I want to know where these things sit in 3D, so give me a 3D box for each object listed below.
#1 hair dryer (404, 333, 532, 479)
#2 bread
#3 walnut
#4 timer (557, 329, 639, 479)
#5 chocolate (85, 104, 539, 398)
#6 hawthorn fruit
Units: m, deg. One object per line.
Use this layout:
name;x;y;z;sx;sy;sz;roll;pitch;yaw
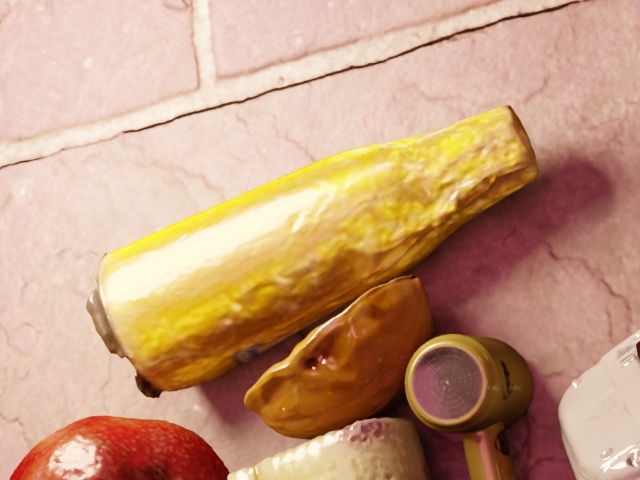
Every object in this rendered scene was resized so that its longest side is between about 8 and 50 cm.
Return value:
hair dryer;0.154;0.221;1.463;0.090;0.135;0.278;-15;80;18
bread;0.041;0.339;1.456;0.187;0.155;0.338;-26;68;25
walnut;0.033;0.127;1.516;0.211;0.167;0.087;-40;73;20
timer;0.310;0.127;1.352;0.237;0.262;0.087;-38;101;9
chocolate;0.000;0.000;1.568;0.445;0.162;0.162;-25;67;14
hawthorn fruit;-0.202;0.259;1.561;0.266;0.230;0.210;31;127;58
